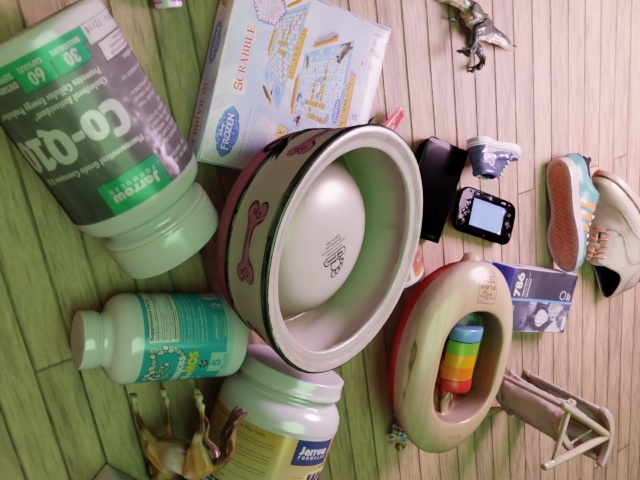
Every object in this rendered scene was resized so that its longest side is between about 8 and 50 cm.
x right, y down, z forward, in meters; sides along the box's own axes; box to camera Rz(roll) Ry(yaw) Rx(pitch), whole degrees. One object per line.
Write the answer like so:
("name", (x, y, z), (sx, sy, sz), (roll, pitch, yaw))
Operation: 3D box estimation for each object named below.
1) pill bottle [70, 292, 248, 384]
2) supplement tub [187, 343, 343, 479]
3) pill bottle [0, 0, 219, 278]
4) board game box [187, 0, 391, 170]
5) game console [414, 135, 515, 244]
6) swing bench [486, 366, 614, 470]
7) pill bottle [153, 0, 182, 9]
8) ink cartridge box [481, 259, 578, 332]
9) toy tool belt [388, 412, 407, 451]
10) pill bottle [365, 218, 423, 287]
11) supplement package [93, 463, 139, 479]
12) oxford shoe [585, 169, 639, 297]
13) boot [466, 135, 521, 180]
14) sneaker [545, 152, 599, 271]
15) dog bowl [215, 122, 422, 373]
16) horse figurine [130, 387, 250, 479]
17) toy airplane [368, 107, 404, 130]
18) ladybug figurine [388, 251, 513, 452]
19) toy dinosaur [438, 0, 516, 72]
("pill bottle", (-0.264, 0.158, 1.044), (0.264, 0.146, 0.146), (3, 101, -33))
("supplement tub", (-0.100, 0.372, 1.158), (0.228, 0.228, 0.316), (18, 93, -35))
("pill bottle", (-0.304, -0.135, 0.902), (0.204, 0.204, 0.361), (-39, 120, -19))
("board game box", (-0.050, -0.266, 1.117), (0.317, 0.066, 0.319), (10, 97, -35))
("game console", (0.322, -0.087, 1.422), (0.361, 0.044, 0.213), (15, 95, -35))
("swing bench", (0.561, 0.435, 1.589), (0.254, 0.253, 0.165), (11, 96, -35))
("pill bottle", (-0.240, -0.400, 0.971), (0.043, 0.043, 0.083), (-16, 111, -29))
("ink cartridge box", (0.511, 0.145, 1.596), (0.332, 0.065, 0.166), (6, 100, -33))
("toy tool belt", (0.180, 0.444, 1.475), (0.051, 0.052, 0.083), (23, 86, -4))
("pill bottle", (0.130, -0.019, 1.267), (0.121, 0.121, 0.216), (-26, 115, -25))
("supplement package", (-0.311, 0.526, 1.082), (0.149, 0.194, 0.203), (-53, 124, -11))
("oxford shoe", (0.777, -0.005, 1.685), (0.146, 0.140, 0.397), (-38, 119, -13))
("boot", (0.386, -0.172, 1.401), (0.190, 0.069, 0.086), (3, 79, -42))
("sneaker", (0.649, -0.071, 1.599), (0.121, 0.108, 0.302), (-17, 110, -24))
("dog bowl", (0.000, 0.000, 1.046), (0.408, 0.150, 0.408), (-27, 126, -45))
("horse figurine", (-0.231, 0.339, 1.071), (0.066, 0.263, 0.175), (-10, 90, -56))
("toy airplane", (0.134, -0.192, 1.280), (0.151, 0.028, 0.151), (-10, 109, -30))
("ladybug figurine", (0.276, 0.240, 1.407), (0.305, 0.162, 0.450), (8, 99, -34))
("toy dinosaur", (0.332, -0.426, 1.329), (0.268, 0.064, 0.118), (24, 82, -38))
